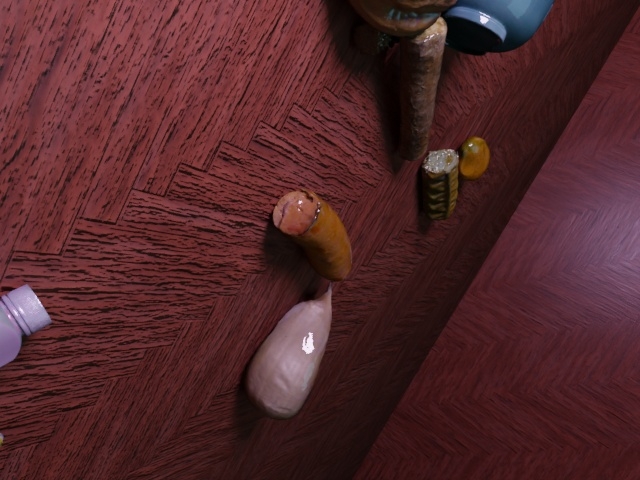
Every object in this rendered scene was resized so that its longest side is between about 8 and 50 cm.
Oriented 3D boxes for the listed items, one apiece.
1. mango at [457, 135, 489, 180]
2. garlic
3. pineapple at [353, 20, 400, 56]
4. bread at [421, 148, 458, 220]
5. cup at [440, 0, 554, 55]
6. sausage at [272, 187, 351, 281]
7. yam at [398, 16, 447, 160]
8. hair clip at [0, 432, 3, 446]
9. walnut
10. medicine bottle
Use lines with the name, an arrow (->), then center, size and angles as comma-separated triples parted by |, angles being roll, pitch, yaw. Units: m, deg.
mango -> 0.459, -0.251, 1.325 | 0.115, 0.089, 0.165 | -34, 142, -19
garlic -> -0.065, 0.244, 1.003 | 0.196, 0.151, 0.339 | 21, 93, -88
pineapple -> 0.103, -0.347, 0.732 | 0.124, 0.058, 0.058 | -45, 151, -45
bread -> 0.336, -0.145, 1.237 | 0.098, 0.087, 0.269 | -51, 152, -17
cup -> 0.302, -0.471, 0.759 | 0.290, 0.219, 0.258 | -76, -169, -75
sausage -> -0.001, -0.001, 0.858 | 0.109, 0.108, 0.270 | -51, 150, -11
yam -> 0.188, -0.274, 0.853 | 0.081, 0.081, 0.357 | -50, 160, -12
hair clip -> -0.443, 0.255, 0.498 | 0.116, 0.049, 0.172 | 22, 108, -47
walnut -> 0.133, -0.405, 0.578 | 0.204, 0.141, 0.238 | 9, 105, -38
medicine bottle -> -0.354, 0.097, 0.457 | 0.118, 0.055, 0.074 | -34, 143, -33
